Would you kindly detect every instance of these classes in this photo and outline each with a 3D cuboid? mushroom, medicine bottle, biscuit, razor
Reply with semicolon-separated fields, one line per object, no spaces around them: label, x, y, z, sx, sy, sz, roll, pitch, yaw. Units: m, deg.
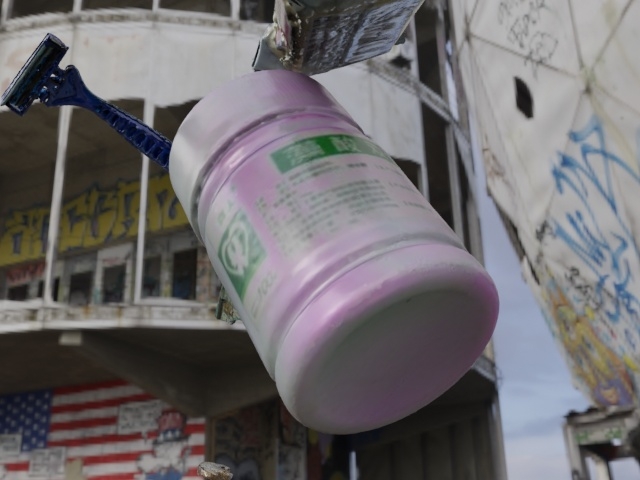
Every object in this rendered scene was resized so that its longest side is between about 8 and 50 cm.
mushroom;-0.147;0.323;1.120;0.049;0.019;0.101;13;-11;10
medicine bottle;0.000;0.000;0.780;0.212;0.325;0.212;-17;-44;-18
biscuit;0.019;-0.231;0.804;0.186;0.079;0.309;-15;0;-4
razor;-0.190;-0.108;0.918;0.324;0.056;0.093;33;-74;-28

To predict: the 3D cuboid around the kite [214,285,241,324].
kite;-0.117;0.134;1.720;0.406;0.368;0.014;-7;15;45
